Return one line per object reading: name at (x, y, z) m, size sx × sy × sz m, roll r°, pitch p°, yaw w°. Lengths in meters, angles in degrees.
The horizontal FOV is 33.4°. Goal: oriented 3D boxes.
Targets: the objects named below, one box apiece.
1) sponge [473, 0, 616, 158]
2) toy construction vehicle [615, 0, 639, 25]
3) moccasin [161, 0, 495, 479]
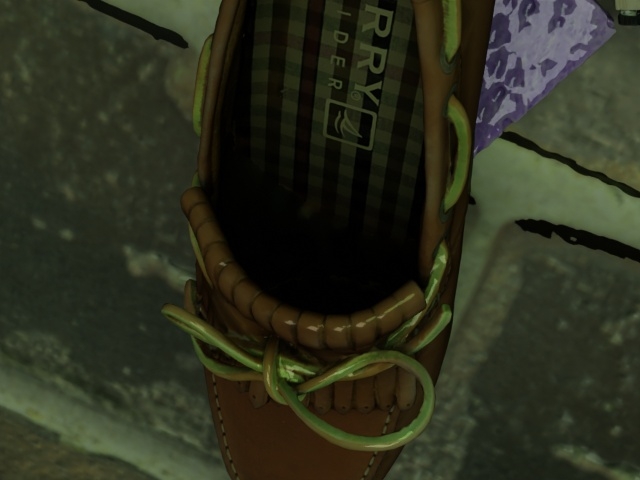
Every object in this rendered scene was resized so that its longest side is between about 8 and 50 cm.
sponge at (0.021, -0.132, 0.493) m, size 0.210 × 0.031 × 0.117 m, roll 43°, pitch 113°, yaw -8°
toy construction vehicle at (0.156, -0.139, 0.456) m, size 0.098 × 0.035 × 0.086 m, roll 5°, pitch 117°, yaw 36°
moccasin at (0.003, 0.001, 0.459) m, size 0.139 × 0.147 × 0.380 m, roll 23°, pitch 131°, yaw 9°
